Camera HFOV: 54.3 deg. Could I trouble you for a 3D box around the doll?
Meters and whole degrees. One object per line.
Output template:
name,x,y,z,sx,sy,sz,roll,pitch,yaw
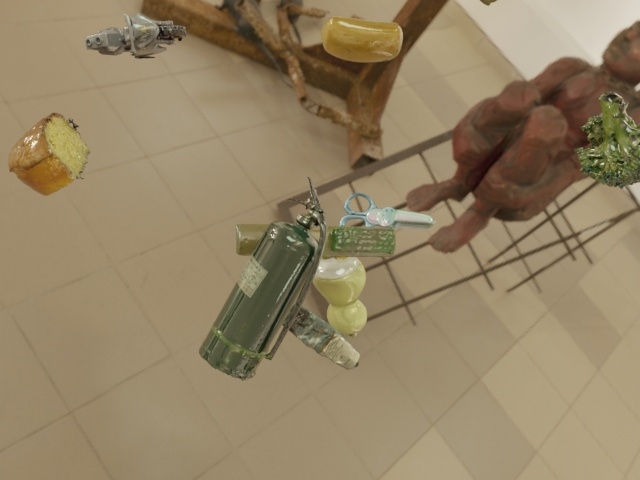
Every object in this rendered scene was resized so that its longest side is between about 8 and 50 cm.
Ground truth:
doll,0.055,0.127,1.591,0.141,0.296,0.117,-1,37,18

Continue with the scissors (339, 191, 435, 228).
scissors,0.170,-0.058,1.599,0.030,0.256,0.125,37,63,-57

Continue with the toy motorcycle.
toy motorcycle,-0.376,-0.399,1.240,0.122,0.215,0.080,-25,112,-65

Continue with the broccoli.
broccoli,0.495,-0.167,1.028,0.167,0.154,0.160,-50,130,-38

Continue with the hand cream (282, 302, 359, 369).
hand cream,-0.001,0.226,1.478,0.248,0.075,0.052,40,7,-16

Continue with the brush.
brush,0.000,0.000,1.042,0.282,0.048,0.054,1,82,-18

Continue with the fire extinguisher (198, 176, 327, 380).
fire extinguisher,-0.064,0.053,0.893,0.093,0.294,0.118,23,9,-45

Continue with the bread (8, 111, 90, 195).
bread,-0.579,-0.174,1.315,0.129,0.134,0.260,56,4,-26

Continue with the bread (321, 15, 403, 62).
bread,0.109,-0.526,1.656,0.217,0.147,0.098,3,85,-2

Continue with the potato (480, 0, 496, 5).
potato,0.354,-0.637,1.277,0.255,0.269,0.112,29,77,-21
